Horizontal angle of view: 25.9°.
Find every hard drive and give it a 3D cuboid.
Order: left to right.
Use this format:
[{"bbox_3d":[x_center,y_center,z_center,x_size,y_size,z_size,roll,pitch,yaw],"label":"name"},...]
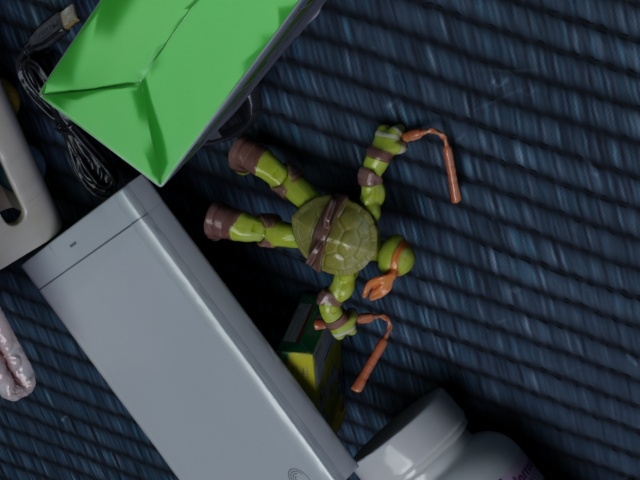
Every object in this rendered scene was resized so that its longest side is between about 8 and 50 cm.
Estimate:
[{"bbox_3d":[-0.141,0.123,1.415,0.353,0.047,0.233,54,139,-6],"label":"hard drive"}]

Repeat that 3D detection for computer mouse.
[{"bbox_3d":[-0.172,-0.160,1.337,0.262,0.060,0.184,-22,107,38],"label":"computer mouse"}]

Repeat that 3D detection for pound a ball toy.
[{"bbox_3d":[-0.392,-0.148,1.406,0.208,0.136,0.319,22,138,48],"label":"pound a ball toy"}]

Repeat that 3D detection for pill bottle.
[{"bbox_3d":[0.172,0.302,1.412,0.301,0.169,0.169,50,127,1],"label":"pill bottle"}]

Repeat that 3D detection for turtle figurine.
[{"bbox_3d":[0.000,0.000,1.315,0.217,0.087,0.269,22,109,17],"label":"turtle figurine"}]

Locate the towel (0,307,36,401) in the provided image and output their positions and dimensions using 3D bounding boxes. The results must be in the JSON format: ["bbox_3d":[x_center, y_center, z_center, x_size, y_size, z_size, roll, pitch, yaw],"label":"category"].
[{"bbox_3d":[-0.440,-0.003,1.447,0.332,0.053,0.317,21,139,52],"label":"towel"}]

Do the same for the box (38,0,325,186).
[{"bbox_3d":[-0.070,-0.200,1.108,0.127,0.231,0.262,37,111,-4],"label":"box"}]

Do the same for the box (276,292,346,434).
[{"bbox_3d":[-0.006,0.156,1.442,0.043,0.105,0.179,4,123,16],"label":"box"}]
